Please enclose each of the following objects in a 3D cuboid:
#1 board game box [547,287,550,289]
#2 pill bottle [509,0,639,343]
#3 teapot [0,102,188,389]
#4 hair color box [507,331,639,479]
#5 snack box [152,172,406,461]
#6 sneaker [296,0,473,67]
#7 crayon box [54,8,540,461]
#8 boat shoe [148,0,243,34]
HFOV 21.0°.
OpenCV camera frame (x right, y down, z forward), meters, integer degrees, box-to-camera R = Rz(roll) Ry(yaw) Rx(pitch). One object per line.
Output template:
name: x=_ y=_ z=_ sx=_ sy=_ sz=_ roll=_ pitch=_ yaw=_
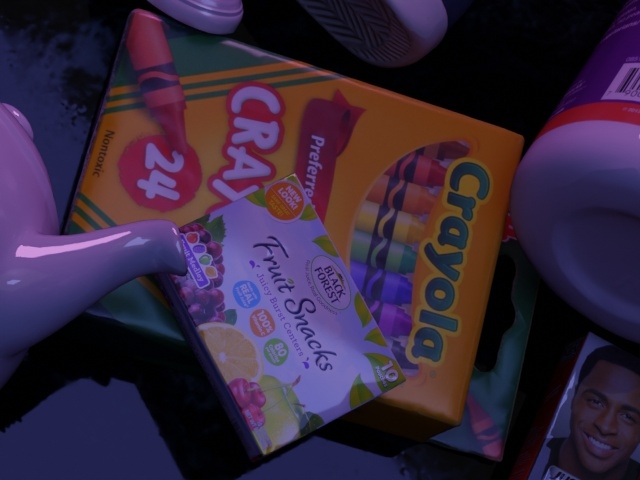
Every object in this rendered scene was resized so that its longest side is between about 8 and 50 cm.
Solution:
board game box: x=0.205 y=-0.002 z=1.184 sx=0.090 sy=0.020 sz=0.090 roll=12 pitch=72 yaw=-10
pill bottle: x=0.267 y=-0.095 z=1.125 sx=0.181 sy=0.181 sz=0.323 roll=38 pitch=59 yaw=-2
teapot: x=-0.243 y=-0.021 z=0.979 sx=0.256 sy=0.252 sz=0.187 roll=52 pitch=56 yaw=-9
hair color box: x=0.171 y=0.139 z=1.126 sx=0.072 sy=0.043 sz=0.141 roll=27 pitch=70 yaw=-5
snack box: x=-0.027 y=0.045 z=1.019 sx=0.100 sy=0.037 sz=0.141 roll=-27 pitch=83 yaw=-19
sneaker: x=-0.019 y=-0.282 z=1.154 sx=0.350 sy=0.131 sz=0.148 roll=47 pitch=67 yaw=-7
crayon box: x=0.000 y=0.000 z=1.101 sx=0.318 sy=0.081 sz=0.202 roll=17 pitch=72 yaw=-10
boat shoe: x=-0.100 y=-0.208 z=1.108 sx=0.066 sy=0.063 sz=0.184 roll=-1 pitch=45 yaw=-39
